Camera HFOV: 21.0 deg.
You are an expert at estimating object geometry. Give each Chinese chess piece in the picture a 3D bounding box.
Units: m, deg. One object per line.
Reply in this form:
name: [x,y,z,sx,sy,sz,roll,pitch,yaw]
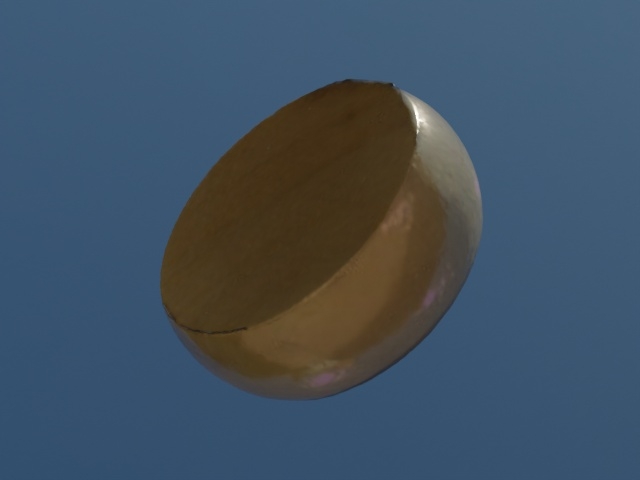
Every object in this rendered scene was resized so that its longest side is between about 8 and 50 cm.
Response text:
Chinese chess piece: [0.000,0.000,1.255,0.251,0.251,0.097,-31,-54,18]
